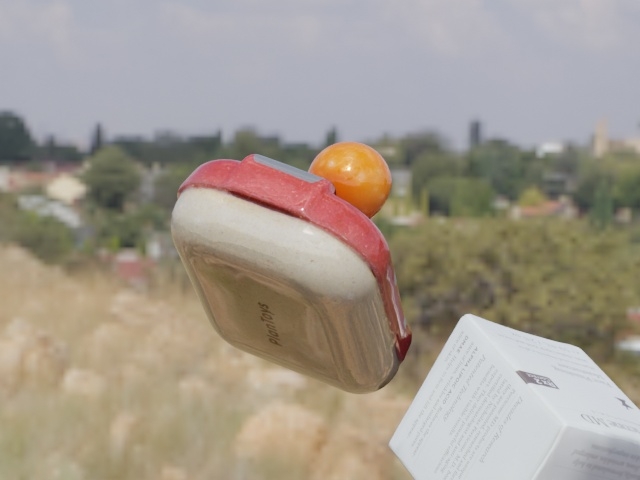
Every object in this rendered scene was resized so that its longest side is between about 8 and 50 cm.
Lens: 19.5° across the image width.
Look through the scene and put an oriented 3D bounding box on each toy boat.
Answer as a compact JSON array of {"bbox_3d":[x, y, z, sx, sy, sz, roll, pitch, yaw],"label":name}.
[{"bbox_3d":[0.000,0.000,1.265,0.151,0.151,0.231,21,-24,20],"label":"toy boat"}]

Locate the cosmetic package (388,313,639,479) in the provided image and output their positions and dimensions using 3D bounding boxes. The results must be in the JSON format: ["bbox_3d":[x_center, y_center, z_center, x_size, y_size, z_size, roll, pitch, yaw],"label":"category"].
[{"bbox_3d":[0.187,0.187,1.650,0.151,0.151,0.184,17,20,-35],"label":"cosmetic package"}]
